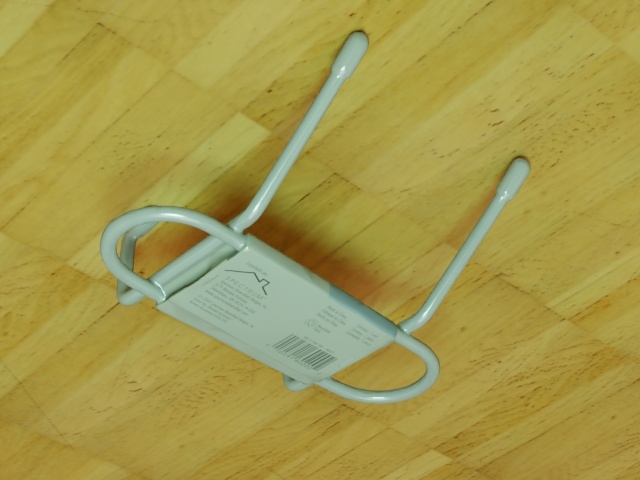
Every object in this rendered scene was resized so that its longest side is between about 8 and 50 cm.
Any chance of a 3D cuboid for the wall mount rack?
[{"bbox_3d":[0.000,0.000,1.083,0.350,0.131,0.304,32,131,-33],"label":"wall mount rack"}]
